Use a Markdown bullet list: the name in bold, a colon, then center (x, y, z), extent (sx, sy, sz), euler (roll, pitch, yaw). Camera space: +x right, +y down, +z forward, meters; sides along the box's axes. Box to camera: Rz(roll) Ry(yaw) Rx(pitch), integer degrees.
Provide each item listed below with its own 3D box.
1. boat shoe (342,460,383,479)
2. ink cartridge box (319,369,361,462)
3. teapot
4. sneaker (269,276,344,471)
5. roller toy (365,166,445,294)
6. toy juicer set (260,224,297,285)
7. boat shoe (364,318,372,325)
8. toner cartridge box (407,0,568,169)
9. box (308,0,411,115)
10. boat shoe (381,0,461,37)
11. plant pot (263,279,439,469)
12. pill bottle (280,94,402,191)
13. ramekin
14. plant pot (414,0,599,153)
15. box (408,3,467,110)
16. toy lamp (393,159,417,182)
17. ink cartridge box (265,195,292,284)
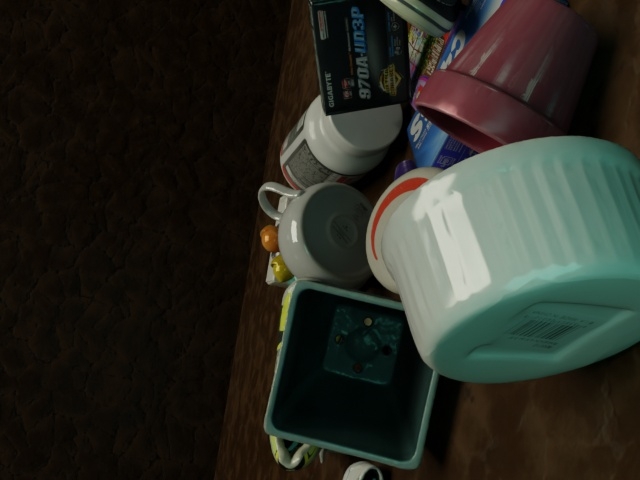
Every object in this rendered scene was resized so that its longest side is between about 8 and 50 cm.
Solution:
- **boat shoe**: center (0.063, 0.523, 1.153), extent (0.084, 0.095, 0.258), euler (128, 149, -67)
- **ink cartridge box**: center (0.048, 0.372, 1.379), extent (0.104, 0.061, 0.181), euler (-103, 29, -61)
- **teapot**: center (0.000, 0.000, 1.435), extent (0.187, 0.252, 0.256), euler (-24, 68, 56)
- **sneaker**: center (-0.024, 0.265, 1.294), extent (0.147, 0.145, 0.385), euler (-20, -68, -88)
- **roller toy**: center (0.166, -0.002, 0.959), extent (0.191, 0.146, 0.210), euler (0, 75, 52)
- **toy juicer set**: center (-0.034, 0.093, 1.541), extent (0.329, 0.089, 0.209), euler (63, -172, 11)
- **boat shoe**: center (0.111, 0.192, 1.326), extent (0.049, 0.042, 0.133), euler (-23, 54, 42)
- **toner cartridge box**: center (0.253, -0.267, 1.070), extent (0.165, 0.075, 0.348), euler (-97, 24, -47)
- **box**: center (0.077, -0.358, 1.236), extent (0.051, 0.175, 0.220), euler (-105, 6, -57)
- **boat shoe**: center (0.197, -0.510, 1.134), extent (0.156, 0.186, 0.500), euler (-50, 12, 42)
- **plant pot**: center (0.069, 0.199, 1.117), extent (0.252, 0.247, 0.248), euler (-17, -61, -83)
- **pill bottle**: center (0.044, -0.237, 1.556), extent (0.363, 0.210, 0.210), euler (149, 130, -70)
- **ramekin**: center (0.208, 0.037, 0.657), extent (0.277, 0.277, 0.135), euler (120, 148, -50)
- **plant pot**: center (0.251, -0.203, 0.843), extent (0.180, 0.201, 0.201), euler (-61, 18, 6)
- **box**: center (0.217, -0.386, 1.317), extent (0.293, 0.057, 0.201), euler (-106, 30, -59)
- **toy lamp**: center (0.177, -0.043, 1.178), extent (0.275, 0.080, 0.080), euler (-94, 21, -46)
- **ink cartridge box**: center (-0.036, 0.011, 1.736), extent (0.100, 0.171, 0.237), euler (162, 118, -73)
